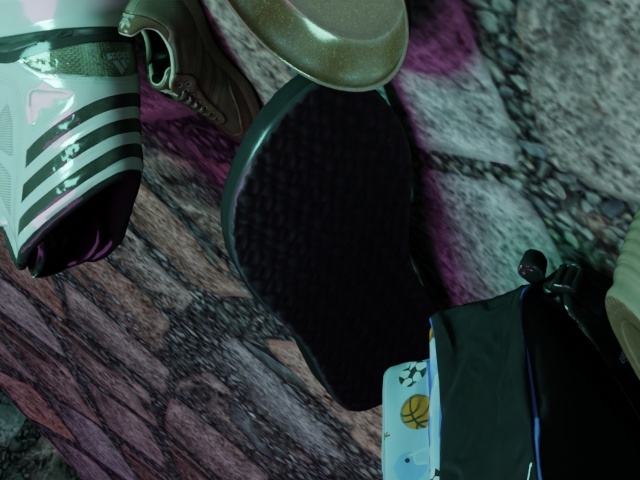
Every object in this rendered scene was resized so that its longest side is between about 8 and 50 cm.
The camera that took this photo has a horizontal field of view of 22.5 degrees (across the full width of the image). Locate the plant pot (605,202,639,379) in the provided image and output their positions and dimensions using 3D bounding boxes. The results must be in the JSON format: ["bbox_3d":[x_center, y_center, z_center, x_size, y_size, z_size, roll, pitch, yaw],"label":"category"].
[{"bbox_3d":[0.251,0.056,0.980,0.237,0.110,0.237,59,178,4],"label":"plant pot"}]

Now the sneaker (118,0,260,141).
[{"bbox_3d":[-0.119,-0.146,1.412,0.066,0.071,0.188,20,150,45],"label":"sneaker"}]

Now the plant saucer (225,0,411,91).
[{"bbox_3d":[-0.007,-0.196,1.133,0.198,0.036,0.198,33,149,22],"label":"plant saucer"}]

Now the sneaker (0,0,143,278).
[{"bbox_3d":[-0.330,-0.087,1.515,0.447,0.169,0.257,-5,91,45],"label":"sneaker"}]

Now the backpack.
[{"bbox_3d":[0.177,0.194,1.287,0.213,0.276,0.263,-19,142,35],"label":"backpack"}]

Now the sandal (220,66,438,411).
[{"bbox_3d":[-0.002,0.002,1.390,0.107,0.167,0.446,50,167,34],"label":"sandal"}]
